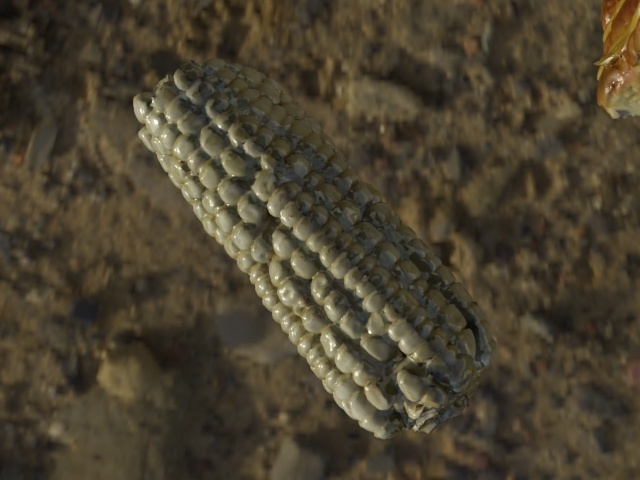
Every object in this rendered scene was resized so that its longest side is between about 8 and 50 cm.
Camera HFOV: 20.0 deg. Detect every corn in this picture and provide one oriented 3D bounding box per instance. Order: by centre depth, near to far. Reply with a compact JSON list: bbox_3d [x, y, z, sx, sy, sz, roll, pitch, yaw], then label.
[{"bbox_3d":[0.000,0.000,0.867,0.087,0.087,0.211,-42,78,24],"label":"corn"}]

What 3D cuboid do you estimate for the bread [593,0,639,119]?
[{"bbox_3d":[0.305,-0.230,1.425,0.114,0.184,0.274,16,154,-4],"label":"bread"}]
